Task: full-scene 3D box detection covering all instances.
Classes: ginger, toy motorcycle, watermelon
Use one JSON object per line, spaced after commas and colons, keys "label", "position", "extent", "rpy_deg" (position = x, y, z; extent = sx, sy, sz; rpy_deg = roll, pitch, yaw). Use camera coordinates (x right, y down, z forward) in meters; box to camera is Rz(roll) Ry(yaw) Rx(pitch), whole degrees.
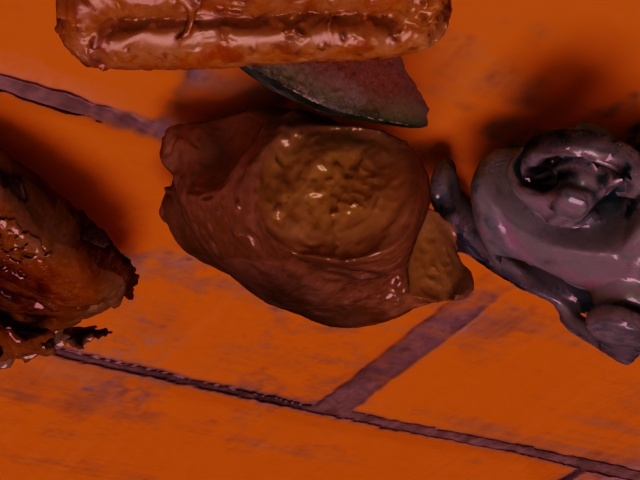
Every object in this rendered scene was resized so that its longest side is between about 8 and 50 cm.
{"label": "ginger", "position": [0.000, 0.000, 0.879], "extent": [0.219, 0.123, 0.270], "rpy_deg": [13, 160, 17]}
{"label": "toy motorcycle", "position": [0.199, 0.000, 0.890], "extent": [0.260, 0.154, 0.206], "rpy_deg": [29, 159, -30]}
{"label": "watermelon", "position": [-0.019, -0.119, 0.767], "extent": [0.155, 0.080, 0.101], "rpy_deg": [8, -179, -21]}

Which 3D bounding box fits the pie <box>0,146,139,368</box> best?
{"label": "pie", "position": [-0.281, 0.020, 0.918], "extent": [0.308, 0.085, 0.308], "rpy_deg": [-2, 148, -1]}

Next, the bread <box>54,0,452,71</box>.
{"label": "bread", "position": [-0.034, -0.141, 0.672], "extent": [0.211, 0.114, 0.083], "rpy_deg": [-2, 131, -1]}
